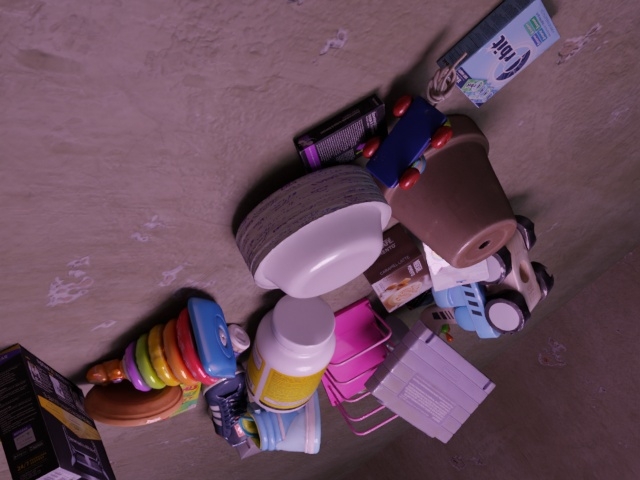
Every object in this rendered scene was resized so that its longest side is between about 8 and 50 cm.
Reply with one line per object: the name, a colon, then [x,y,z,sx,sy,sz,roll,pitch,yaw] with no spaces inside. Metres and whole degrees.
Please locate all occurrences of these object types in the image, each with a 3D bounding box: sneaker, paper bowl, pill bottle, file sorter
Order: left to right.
pill bottle: [-0.226,0.253,1.569,0.120,0.067,0.067,-41,152,18]
sneaker: [-0.231,0.455,1.825,0.131,0.148,0.350,-23,153,-17]
sneaker: [-0.114,0.419,1.803,0.208,0.319,0.127,-1,126,-7]
pill bottle: [-0.070,0.267,1.625,0.188,0.188,0.334,-18,151,-26]
paper bowl: [0.000,0.000,1.248,0.284,0.148,0.284,-25,159,-10]
file sorter: [0.111,0.348,1.835,0.202,0.182,0.290,-27,123,-11]
pill bottle: [0.162,0.341,2.060,0.136,0.136,0.245,3,136,-50]

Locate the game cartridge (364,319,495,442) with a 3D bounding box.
game cartridge: [0.292,0.383,1.799,0.230,0.068,0.355,-47,125,4]

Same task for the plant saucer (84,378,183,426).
plant saucer: [-0.385,0.317,1.408,0.200,0.200,0.037,-10,111,-38]

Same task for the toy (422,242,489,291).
toy: [0.313,0.000,1.619,0.137,0.056,0.237,-14,122,8]

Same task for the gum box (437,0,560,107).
gum box: [0.308,-0.326,1.163,0.184,0.041,0.157,-40,153,19]

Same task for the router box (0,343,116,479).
router box: [-0.495,0.358,1.263,0.081,0.243,0.309,-27,153,-10]

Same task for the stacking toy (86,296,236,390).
stacking toy: [-0.335,0.240,1.373,0.302,0.165,0.175,-18,164,5]

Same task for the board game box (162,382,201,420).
board game box: [-0.349,0.375,1.675,0.092,0.043,0.181,-17,151,-27]

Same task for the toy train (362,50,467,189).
toy train: [0.191,-0.204,1.160,0.248,0.105,0.143,-53,164,20]

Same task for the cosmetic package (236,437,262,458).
cosmetic package: [-0.164,0.584,2.151,0.238,0.127,0.107,-9,145,-36]

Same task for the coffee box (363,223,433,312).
coffee box: [0.181,0.073,1.658,0.141,0.098,0.246,-32,154,1]

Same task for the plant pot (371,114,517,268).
plant pot: [0.260,-0.077,1.337,0.263,0.229,0.263,-24,152,-14]

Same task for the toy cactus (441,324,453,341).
toy cactus: [0.453,0.239,2.263,0.180,0.112,0.219,-26,147,-33]

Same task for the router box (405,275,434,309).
router box: [0.313,0.150,2.006,0.092,0.038,0.122,-13,148,-35]

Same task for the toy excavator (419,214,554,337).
toy excavator: [0.396,0.170,1.876,0.445,0.432,0.222,-9,-160,43]

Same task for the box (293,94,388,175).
box: [0.040,-0.171,1.160,0.162,0.029,0.116,-29,155,-3]
